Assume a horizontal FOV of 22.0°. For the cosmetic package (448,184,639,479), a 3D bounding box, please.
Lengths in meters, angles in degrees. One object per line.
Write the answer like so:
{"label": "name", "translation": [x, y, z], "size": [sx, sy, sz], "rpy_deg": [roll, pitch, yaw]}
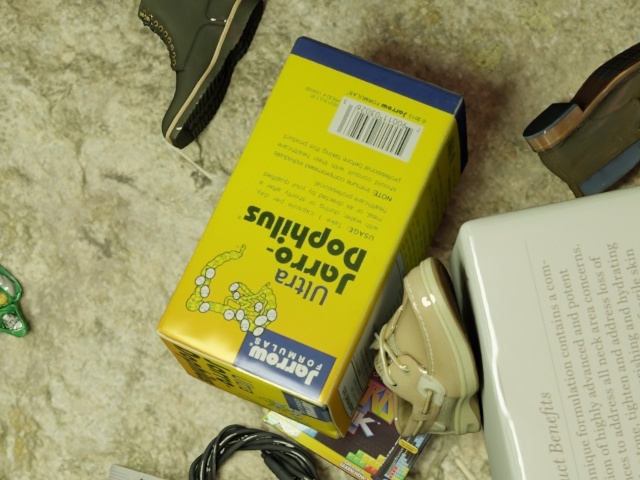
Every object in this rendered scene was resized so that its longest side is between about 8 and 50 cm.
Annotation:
{"label": "cosmetic package", "translation": [0.358, 0.117, 1.686], "size": [0.394, 0.327, 0.329], "rpy_deg": [-11, 83, 1]}

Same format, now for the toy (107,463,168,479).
{"label": "toy", "translation": [-0.203, 0.376, 1.805], "size": [0.056, 0.137, 0.237], "rpy_deg": [18, 81, -36]}

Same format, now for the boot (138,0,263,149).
{"label": "boot", "translation": [-0.168, -0.213, 1.881], "size": [0.137, 0.077, 0.198], "rpy_deg": [25, 72, 10]}

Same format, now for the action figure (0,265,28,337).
{"label": "action figure", "translation": [-0.426, 0.037, 1.868], "size": [0.232, 0.063, 0.137], "rpy_deg": [34, 83, 2]}

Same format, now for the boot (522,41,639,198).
{"label": "boot", "translation": [0.340, -0.141, 1.855], "size": [0.219, 0.082, 0.106], "rpy_deg": [-36, 105, -6]}

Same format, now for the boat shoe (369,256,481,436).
{"label": "boat shoe", "translation": [0.103, 0.122, 1.672], "size": [0.098, 0.302, 0.109], "rpy_deg": [-14, 59, 0]}

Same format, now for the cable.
{"label": "cable", "translation": [-0.068, 0.288, 1.813], "size": [0.151, 0.047, 0.184], "rpy_deg": [-20, 75, 16]}

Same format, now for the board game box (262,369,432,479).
{"label": "board game box", "translation": [0.043, 0.185, 1.833], "size": [0.170, 0.048, 0.141], "rpy_deg": [31, 87, 5]}

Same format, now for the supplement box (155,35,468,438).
{"label": "supplement box", "translation": [0.000, 0.000, 1.748], "size": [0.195, 0.194, 0.356], "rpy_deg": [22, 76, 12]}
